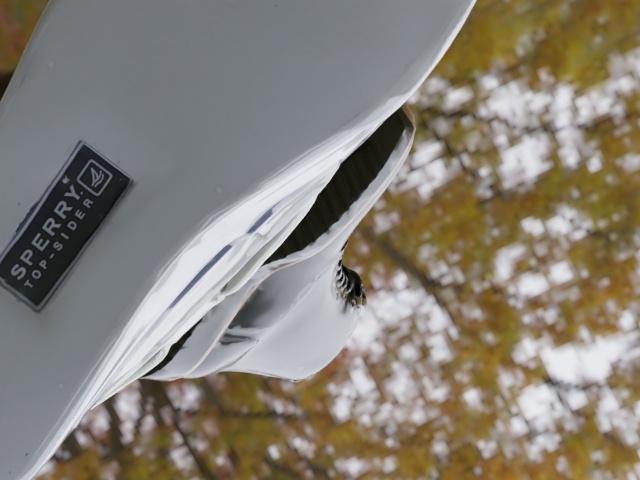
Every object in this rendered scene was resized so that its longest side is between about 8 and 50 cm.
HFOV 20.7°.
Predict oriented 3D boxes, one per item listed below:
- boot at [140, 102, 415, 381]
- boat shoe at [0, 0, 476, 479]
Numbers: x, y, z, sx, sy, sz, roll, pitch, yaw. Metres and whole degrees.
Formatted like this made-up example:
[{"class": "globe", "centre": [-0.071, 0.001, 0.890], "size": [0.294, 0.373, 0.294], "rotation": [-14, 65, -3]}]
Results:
[{"class": "boot", "centre": [0.000, 0.000, 0.882], "size": [0.198, 0.077, 0.137], "rotation": [-40, 149, 27]}, {"class": "boat shoe", "centre": [-0.042, -0.028, 0.521], "size": [0.267, 0.096, 0.088], "rotation": [-53, 178, 13]}]
